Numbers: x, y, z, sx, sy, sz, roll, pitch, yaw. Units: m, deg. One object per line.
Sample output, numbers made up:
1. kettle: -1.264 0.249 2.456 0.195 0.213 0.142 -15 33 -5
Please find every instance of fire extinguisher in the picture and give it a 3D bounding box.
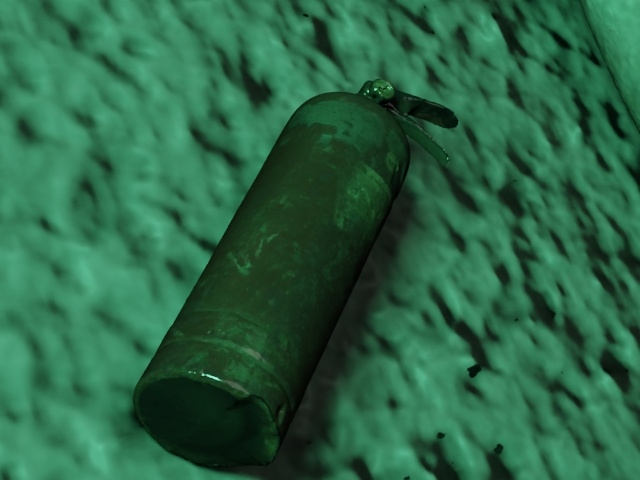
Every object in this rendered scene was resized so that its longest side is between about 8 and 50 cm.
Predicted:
1. fire extinguisher: 0.000 0.000 0.730 0.089 0.072 0.268 31 47 -5

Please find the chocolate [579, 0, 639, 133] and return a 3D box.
1. chocolate: 0.259 -0.120 0.988 0.185 0.100 0.303 -14 74 -53
